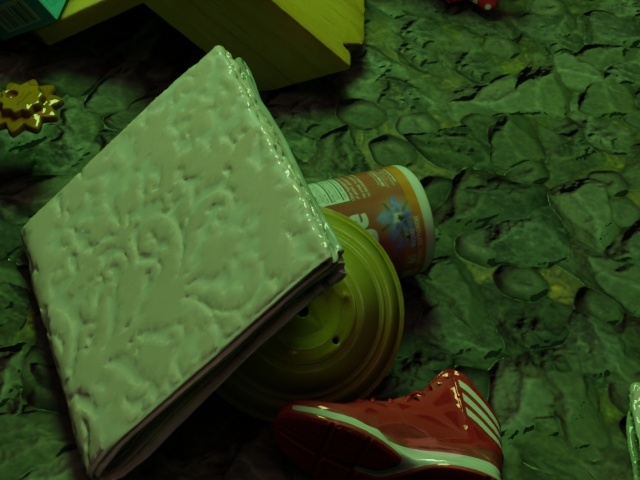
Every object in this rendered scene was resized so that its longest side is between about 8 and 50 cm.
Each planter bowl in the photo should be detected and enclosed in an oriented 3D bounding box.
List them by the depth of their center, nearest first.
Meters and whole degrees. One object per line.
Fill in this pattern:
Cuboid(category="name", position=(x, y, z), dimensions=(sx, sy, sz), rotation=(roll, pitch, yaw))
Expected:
Cuboid(category="planter bowl", position=(-0.020, 0.068, 1.222), dimensions=(0.217, 0.090, 0.217), rotation=(0, 86, -6))

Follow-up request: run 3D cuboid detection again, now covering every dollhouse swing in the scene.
Cuboid(category="dollhouse swing", position=(-0.159, -0.333, 1.677), dimensions=(0.315, 0.305, 0.346), rotation=(36, 36, -32))

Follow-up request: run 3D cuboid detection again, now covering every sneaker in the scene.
Cuboid(category="sneaker", position=(0.068, 0.175, 1.231), dimensions=(0.221, 0.087, 0.128), rotation=(21, 38, -4))

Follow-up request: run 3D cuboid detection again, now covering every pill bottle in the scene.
Cuboid(category="pill bottle", position=(0.000, 0.000, 1.344), dimensions=(0.216, 0.121, 0.121), rotation=(-14, 51, -18))

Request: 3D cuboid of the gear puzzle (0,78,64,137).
Cuboid(category="gear puzzle", position=(-0.441, -0.116, 1.374), dimensions=(0.339, 0.044, 0.175), rotation=(-12, 49, -11))

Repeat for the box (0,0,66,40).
Cuboid(category="box", position=(-0.340, -0.363, 1.604), dimensions=(0.101, 0.060, 0.244), rotation=(-12, 46, 33))

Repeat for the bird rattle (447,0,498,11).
Cuboid(category="bird rattle", position=(0.153, -0.417, 1.680), dimensions=(0.253, 0.207, 0.143), rotation=(28, 52, 2))

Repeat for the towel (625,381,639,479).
Cuboid(category="towel", position=(0.391, 0.247, 1.214), dimensions=(0.187, 0.049, 0.282), rotation=(4, 47, -2))

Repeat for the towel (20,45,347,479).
Cuboid(category="towel", position=(-0.145, 0.013, 1.230), dimensions=(0.317, 0.053, 0.332), rotation=(-41, 46, 16))
